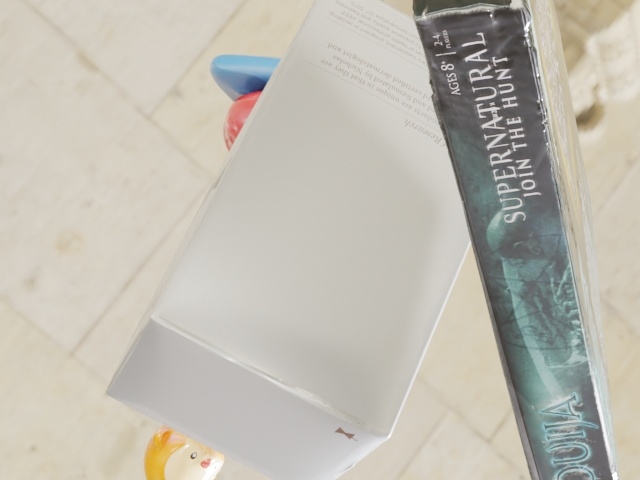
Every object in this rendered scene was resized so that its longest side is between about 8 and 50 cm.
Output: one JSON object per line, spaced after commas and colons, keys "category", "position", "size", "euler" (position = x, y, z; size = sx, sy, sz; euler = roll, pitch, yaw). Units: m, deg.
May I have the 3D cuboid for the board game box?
{"category": "board game box", "position": [0.055, -0.029, 0.415], "size": [0.026, 0.126, 0.186], "euler": [-8, -45, 12]}

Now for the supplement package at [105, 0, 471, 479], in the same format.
{"category": "supplement package", "position": [0.000, 0.000, 0.651], "size": [0.105, 0.179, 0.105], "euler": [28, -28, -6]}

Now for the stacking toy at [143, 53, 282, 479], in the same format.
{"category": "stacking toy", "position": [-0.035, 0.036, 1.014], "size": [0.165, 0.302, 0.175], "euler": [13, -22, 38]}
